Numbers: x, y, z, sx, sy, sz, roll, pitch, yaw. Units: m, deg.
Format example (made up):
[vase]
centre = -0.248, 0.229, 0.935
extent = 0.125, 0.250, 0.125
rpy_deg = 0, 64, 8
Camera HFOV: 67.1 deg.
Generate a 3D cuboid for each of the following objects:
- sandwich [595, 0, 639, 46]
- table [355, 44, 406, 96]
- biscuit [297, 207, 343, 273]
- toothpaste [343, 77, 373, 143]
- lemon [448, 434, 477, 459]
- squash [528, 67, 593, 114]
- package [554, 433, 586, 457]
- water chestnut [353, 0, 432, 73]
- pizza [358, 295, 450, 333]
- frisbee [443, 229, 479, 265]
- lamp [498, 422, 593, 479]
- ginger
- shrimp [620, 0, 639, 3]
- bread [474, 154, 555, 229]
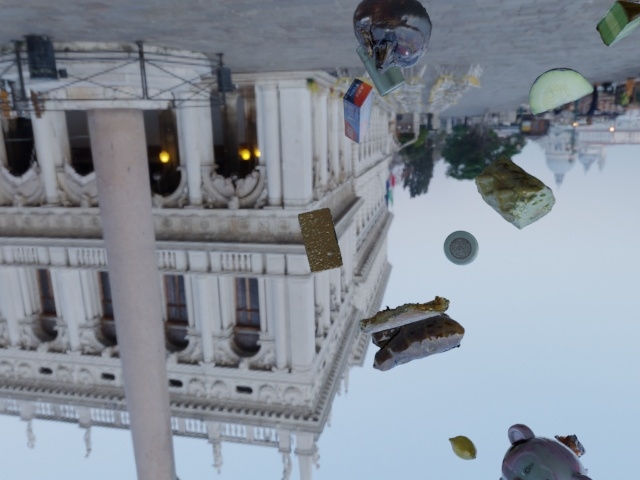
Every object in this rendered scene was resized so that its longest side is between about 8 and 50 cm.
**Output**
[sandwich]
centre = 0.708, -0.487, 1.099
extent = 0.116, 0.074, 0.074
rpy_deg = -1, 150, -15
[table]
centre = 0.255, -0.732, 2.026
extent = 0.126, 0.220, 0.126
rpy_deg = -30, -175, 3
[biscuit]
centre = 0.000, 0.000, 1.778
extent = 0.130, 0.231, 0.025
rpy_deg = -12, 175, -3
[toothpaste]
centre = 0.118, -0.405, 1.546
extent = 0.066, 0.076, 0.320
rpy_deg = 31, 176, 8
[lemon]
centre = 0.422, 0.611, 1.429
extent = 0.092, 0.065, 0.065
rpy_deg = 25, -153, 38
[squash]
centre = 0.907, -0.586, 1.886
extent = 0.236, 0.204, 0.155
rpy_deg = -19, -155, 41
[package]
centre = 0.755, 0.618, 1.455
extent = 0.110, 0.077, 0.033
rpy_deg = 2, 149, -32
[water chestnut]
centre = 0.249, -0.724, 1.669
extent = 0.244, 0.289, 0.289
rpy_deg = -39, 179, 22
[pizza]
centre = 0.226, 0.209, 1.357
extent = 0.270, 0.056, 0.134
rpy_deg = -24, 155, 31
[frisbee]
centre = 0.435, 0.024, 1.499
extent = 0.110, 0.110, 0.014
rpy_deg = 6, -173, 28
[lamp]
centre = 0.577, 0.652, 1.247
extent = 0.247, 0.302, 0.247
rpy_deg = -1, -160, -27
[ginger]
centre = 0.404, 0.397, 2.077
extent = 0.417, 0.176, 0.255
rpy_deg = -23, -130, 21
[shrimp]
centre = 0.742, -0.673, 1.061
extent = 0.054, 0.223, 0.290
rpy_deg = -16, 176, -11
[bread]
centre = 0.732, -0.185, 1.835
extent = 0.238, 0.196, 0.252
rpy_deg = -30, -132, -14
